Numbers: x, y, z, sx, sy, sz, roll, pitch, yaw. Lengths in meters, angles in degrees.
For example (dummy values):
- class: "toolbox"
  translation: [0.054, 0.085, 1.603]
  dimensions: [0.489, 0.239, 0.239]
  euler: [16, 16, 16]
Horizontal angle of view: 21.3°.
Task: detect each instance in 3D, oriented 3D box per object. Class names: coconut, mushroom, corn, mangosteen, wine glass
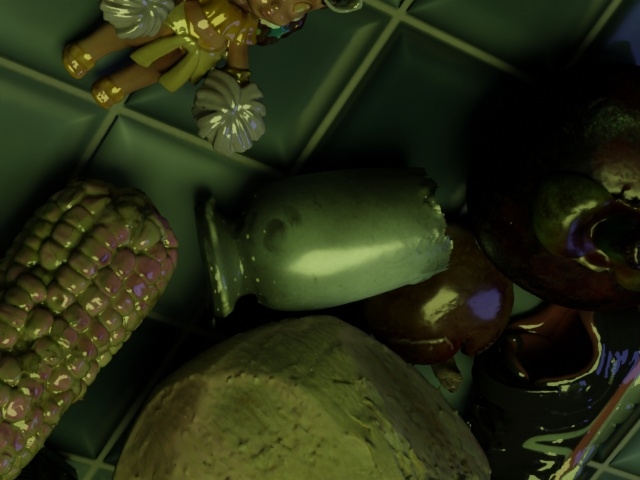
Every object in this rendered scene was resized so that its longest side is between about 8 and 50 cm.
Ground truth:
- class: "coconut"
  translation: [-0.027, 0.202, 1.414]
  dimensions: [0.297, 0.254, 0.297]
  euler: [-33, 157, -16]
- class: "mushroom"
  translation: [0.106, 0.063, 1.495]
  dimensions: [0.135, 0.080, 0.171]
  euler: [-12, 125, 2]
- class: "corn"
  translation: [-0.228, 0.097, 1.286]
  dimensions: [0.335, 0.126, 0.126]
  euler: [-57, 132, -23]
- class: "mangosteen"
  translation: [0.236, -0.036, 1.386]
  dimensions: [0.216, 0.216, 0.216]
  euler: [-9, 127, -13]
- class: "wine glass"
  translation: [0.000, 0.000, 1.389]
  dimensions: [0.204, 0.111, 0.111]
  euler: [-11, 128, -5]

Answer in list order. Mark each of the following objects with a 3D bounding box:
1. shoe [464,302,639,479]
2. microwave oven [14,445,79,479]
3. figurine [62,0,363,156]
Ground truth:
- class: "shoe"
  translation: [0.192, 0.148, 1.562]
  dimensions: [0.137, 0.114, 0.291]
  euler: [28, 109, -39]
- class: "microwave oven"
  translation: [-0.301, 0.215, 1.412]
  dimensions: [0.122, 0.162, 0.208]
  euler: [-40, 123, 11]
- class: "figurine"
  translation: [-0.079, -0.169, 1.238]
  dimensions: [0.240, 0.116, 0.175]
  euler: [-34, 126, 14]
